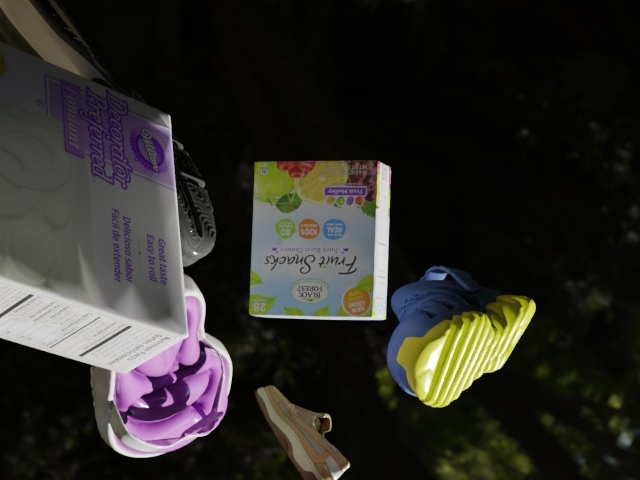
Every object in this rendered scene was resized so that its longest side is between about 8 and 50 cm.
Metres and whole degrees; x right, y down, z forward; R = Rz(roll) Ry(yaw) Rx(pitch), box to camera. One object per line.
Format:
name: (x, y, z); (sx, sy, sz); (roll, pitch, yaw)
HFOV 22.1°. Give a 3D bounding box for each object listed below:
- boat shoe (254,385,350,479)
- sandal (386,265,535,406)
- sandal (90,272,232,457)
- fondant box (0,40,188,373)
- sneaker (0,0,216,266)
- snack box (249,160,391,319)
boat shoe: (-0.019, 0.241, 2.065); (0.072, 0.068, 0.190); (-32, -134, -5)
sandal: (0.134, 0.100, 1.875); (0.126, 0.138, 0.317); (-62, 163, 13)
sandal: (-0.157, 0.165, 1.737); (0.169, 0.102, 0.416); (-39, 159, -10)
fondant box: (-0.271, -0.045, 1.380); (0.096, 0.330, 0.238); (-30, -127, 34)
sneaker: (-0.315, -0.082, 1.897); (0.257, 0.447, 0.169); (-42, 152, 10)
snack box: (0.000, 0.000, 2.155); (0.070, 0.174, 0.207); (12, 78, -70)
